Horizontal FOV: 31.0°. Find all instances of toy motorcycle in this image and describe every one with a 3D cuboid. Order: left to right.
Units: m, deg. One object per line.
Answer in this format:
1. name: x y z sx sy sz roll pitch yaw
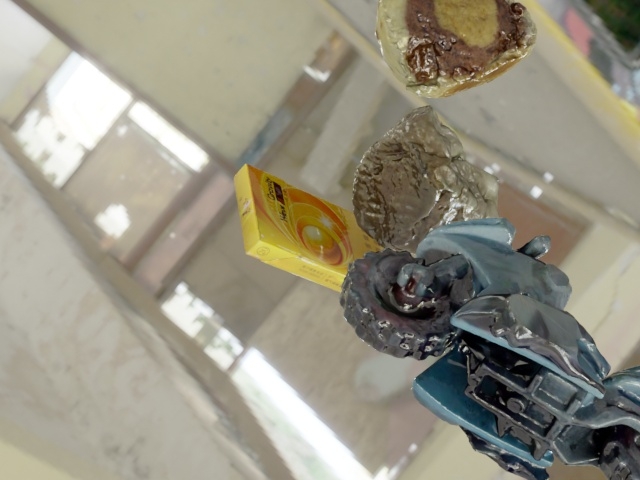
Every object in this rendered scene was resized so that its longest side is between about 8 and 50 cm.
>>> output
1. toy motorcycle: 0.224 0.107 1.148 0.416 0.172 0.232 30 -141 10

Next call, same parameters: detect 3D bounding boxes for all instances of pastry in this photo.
1. pastry: 0.197 -0.339 1.865 0.236 0.256 0.170 61 159 16

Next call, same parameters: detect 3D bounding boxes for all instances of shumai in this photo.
1. shumai: 0.157 -0.076 1.470 0.218 0.185 0.184 115 142 -50

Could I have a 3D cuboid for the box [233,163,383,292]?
1. box: 0.000 0.000 1.641 0.269 0.043 0.152 23 -144 -33
